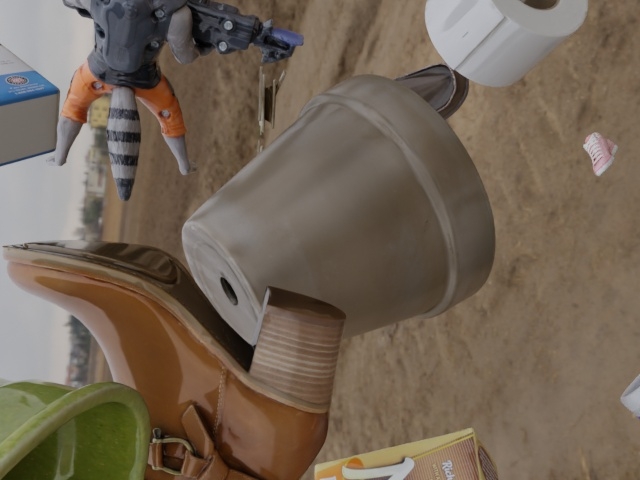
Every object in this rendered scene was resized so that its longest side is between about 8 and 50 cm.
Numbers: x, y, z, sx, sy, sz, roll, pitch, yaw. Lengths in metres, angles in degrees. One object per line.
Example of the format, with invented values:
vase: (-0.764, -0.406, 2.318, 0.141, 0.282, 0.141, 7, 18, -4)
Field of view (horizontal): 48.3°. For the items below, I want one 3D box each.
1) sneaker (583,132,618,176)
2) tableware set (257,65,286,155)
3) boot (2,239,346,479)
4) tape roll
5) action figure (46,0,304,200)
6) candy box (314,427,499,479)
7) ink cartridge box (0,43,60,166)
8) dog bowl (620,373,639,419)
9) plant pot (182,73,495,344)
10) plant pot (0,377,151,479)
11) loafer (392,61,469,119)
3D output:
sneaker: (0.598, -0.190, 1.547, 0.134, 0.070, 0.051, -47, -6, -48)
tableware set: (-0.074, -0.154, 1.084, 0.128, 0.039, 0.194, 172, 100, -87)
boot: (-0.134, 0.124, 0.570, 0.109, 0.283, 0.220, -102, 29, -80)
tape roll: (0.337, -0.430, 1.312, 0.169, 0.246, 0.246, 138, 134, -61)
action figure: (-0.195, -0.228, 0.913, 0.178, 0.341, 0.330, -96, 16, -58)
candy box: (0.088, 0.347, 0.660, 0.087, 0.183, 0.316, 56, -156, -37)
ink cartridge box: (-0.789, -0.315, 1.502, 0.395, 0.285, 0.166, 37, 130, 23)
dog bowl: (0.513, 0.149, 0.897, 0.104, 0.265, 0.265, 47, 140, 21)
plant pot: (0.000, 0.000, 0.875, 0.323, 0.280, 0.323, 43, 151, 31)
plant pot: (-0.281, 0.166, 0.415, 0.276, 0.254, 0.276, 21, -90, -79)
loafer: (0.188, -0.326, 1.741, 0.366, 0.130, 0.133, -22, 80, 34)
